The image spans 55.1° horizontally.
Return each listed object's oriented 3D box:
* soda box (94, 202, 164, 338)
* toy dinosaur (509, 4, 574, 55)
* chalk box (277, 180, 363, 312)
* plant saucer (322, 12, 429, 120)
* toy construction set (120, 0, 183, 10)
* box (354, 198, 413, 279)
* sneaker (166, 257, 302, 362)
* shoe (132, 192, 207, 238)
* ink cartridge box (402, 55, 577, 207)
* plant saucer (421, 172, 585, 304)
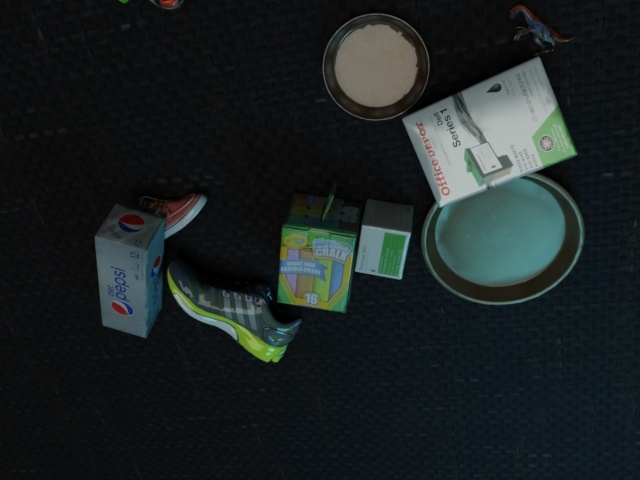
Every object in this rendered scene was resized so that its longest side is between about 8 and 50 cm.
[{"bbox_3d":[-0.361,0.066,1.174,0.098,0.091,0.286,17,137,0],"label":"soda box"},{"bbox_3d":[0.321,-0.320,0.919,0.090,0.047,0.082,-29,106,-13],"label":"toy dinosaur"},{"bbox_3d":[0.000,0.000,1.093,0.132,0.132,0.213,8,120,4],"label":"chalk box"},{"bbox_3d":[0.088,-0.276,0.976,0.169,0.029,0.168,5,121,8],"label":"plant saucer"},{"bbox_3d":[-0.246,-0.459,0.853,0.328,0.151,0.215,-30,136,32],"label":"toy construction set"},{"bbox_3d":[0.113,-0.004,1.089,0.087,0.102,0.101,10,122,6],"label":"box"},{"bbox_3d":[-0.167,0.116,1.217,0.300,0.111,0.121,35,109,-18],"label":"sneaker"},{"bbox_3d":[-0.297,-0.054,1.149,0.178,0.063,0.081,-31,117,29],"label":"shoe"},{"bbox_3d":[0.258,-0.164,0.955,0.220,0.092,0.160,-22,96,20],"label":"ink cartridge box"},{"bbox_3d":[0.319,-0.007,1.089,0.278,0.041,0.277,4,121,7],"label":"plant saucer"}]
